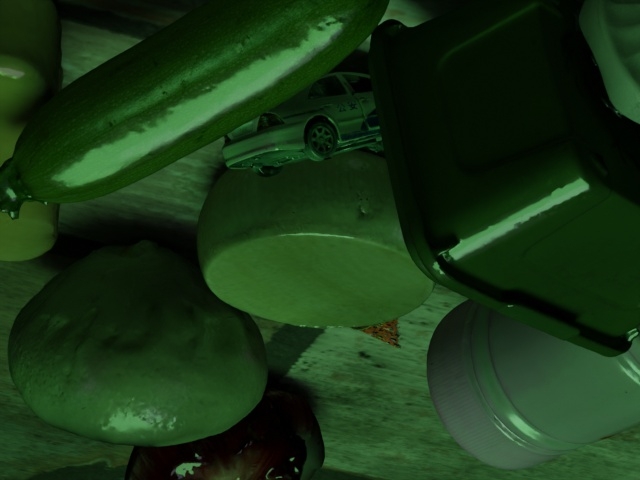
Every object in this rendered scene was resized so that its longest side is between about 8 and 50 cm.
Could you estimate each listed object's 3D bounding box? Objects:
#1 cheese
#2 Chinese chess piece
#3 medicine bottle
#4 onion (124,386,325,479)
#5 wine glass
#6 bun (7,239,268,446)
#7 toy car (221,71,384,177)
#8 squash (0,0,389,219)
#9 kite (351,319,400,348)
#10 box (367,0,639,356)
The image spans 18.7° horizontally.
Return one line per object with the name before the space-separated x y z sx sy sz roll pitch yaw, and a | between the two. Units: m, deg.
cheese | -0.408 -0.113 1.779 0.384 0.104 0.384 3 154 2
Chinese chess piece | 0.000 0.000 1.958 0.250 0.101 0.250 3 154 1
medicine bottle | 0.278 0.104 2.020 0.202 0.202 0.316 19 150 -28
onion | -0.135 0.267 2.462 0.272 0.195 0.272 -26 147 -19
wine glass | 0.321 -0.180 1.504 0.165 0.165 0.196 21 145 -32
bun | -0.190 0.094 2.055 0.283 0.283 0.179 5 112 -2
toy car | 0.016 -0.109 1.726 0.224 0.076 0.090 -15 179 -39
squash | -0.106 -0.132 1.619 0.395 0.107 0.107 -30 144 13
kite | 0.037 0.077 2.218 0.125 0.008 0.222 5 153 2
box | 0.206 -0.064 1.627 0.178 0.253 0.328 -27 150 32
